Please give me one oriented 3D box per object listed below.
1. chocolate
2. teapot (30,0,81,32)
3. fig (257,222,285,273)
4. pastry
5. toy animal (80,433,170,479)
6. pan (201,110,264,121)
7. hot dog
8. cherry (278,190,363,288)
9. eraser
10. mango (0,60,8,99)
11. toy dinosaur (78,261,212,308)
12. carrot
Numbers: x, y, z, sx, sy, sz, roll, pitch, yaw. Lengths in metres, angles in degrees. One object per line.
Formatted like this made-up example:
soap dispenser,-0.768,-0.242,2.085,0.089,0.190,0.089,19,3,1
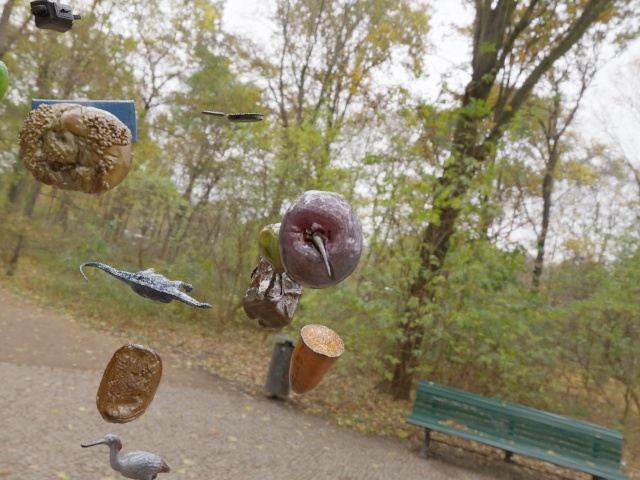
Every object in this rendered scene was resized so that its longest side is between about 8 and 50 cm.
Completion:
chocolate,-0.116,0.132,1.464,0.093,0.214,0.148,-16,-47,39
teapot,-0.880,-0.757,1.775,0.096,0.087,0.177,-7,8,23
fig,-0.096,0.013,1.366,0.136,0.121,0.153,13,12,2
pastry,-0.694,-0.262,1.495,0.311,0.255,0.162,7,2,-6
toy animal,-0.602,0.723,1.701,0.090,0.324,0.195,2,26,46
pan,-0.322,-0.454,1.958,0.235,0.028,0.136,-3,6,-28
hot dog,-0.674,0.507,1.874,0.196,0.272,0.122,19,-18,-12
cherry,0.000,0.000,1.153,0.183,0.213,0.266,13,-7,-3
eraser,-0.746,-0.377,1.694,0.312,0.144,0.042,-12,22,-39
mango,-1.013,-0.471,1.611,0.100,0.178,0.119,42,19,-11
toy dinosaur,-0.430,0.117,1.369,0.363,0.076,0.147,18,-5,8
carrot,-0.029,0.417,1.771,0.159,0.225,0.159,20,18,-7
